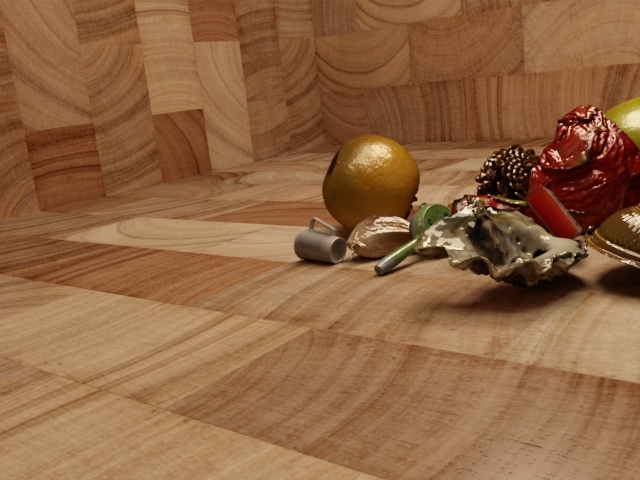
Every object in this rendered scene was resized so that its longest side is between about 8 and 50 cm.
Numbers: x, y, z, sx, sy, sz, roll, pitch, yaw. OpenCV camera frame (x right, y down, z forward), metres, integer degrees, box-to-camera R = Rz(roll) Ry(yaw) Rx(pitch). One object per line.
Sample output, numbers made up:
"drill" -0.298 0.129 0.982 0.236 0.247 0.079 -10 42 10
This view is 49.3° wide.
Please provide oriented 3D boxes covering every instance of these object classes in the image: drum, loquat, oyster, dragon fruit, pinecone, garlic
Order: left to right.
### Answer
"loquat" 0.140 -0.141 1.874 0.274 0.275 0.275 -6 13 1
"garlic" 0.133 0.000 1.617 0.198 0.090 0.128 -7 25 -23
"drum" 0.224 0.020 1.547 0.253 0.130 0.049 -51 13 -31
"dragon fruit" 0.372 -0.032 1.485 0.172 0.160 0.166 -1 -28 25
"oyster" 0.352 0.018 1.290 0.351 0.115 0.238 -1 28 -43
"pinecone" 0.519 -0.157 1.902 0.207 0.208 0.208 -6 13 1
"dragon fruit" 0.636 -0.167 1.719 0.302 0.330 0.240 -7 -9 6

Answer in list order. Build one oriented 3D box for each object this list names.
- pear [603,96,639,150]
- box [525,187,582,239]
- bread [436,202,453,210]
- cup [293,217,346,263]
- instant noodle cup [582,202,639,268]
"pear" 0.810 -0.223 1.820 0.375 0.287 0.287 -11 10 23
"box" 0.505 -0.053 1.498 0.050 0.123 0.229 -38 -11 19
"bread" 0.348 -0.051 1.734 0.177 0.084 0.119 -1 14 3
"cup" 0.000 0.000 1.634 0.116 0.104 0.074 10 6 42
"instant noodle cup" 0.619 -0.008 1.248 0.274 0.091 0.274 9 17 -3
